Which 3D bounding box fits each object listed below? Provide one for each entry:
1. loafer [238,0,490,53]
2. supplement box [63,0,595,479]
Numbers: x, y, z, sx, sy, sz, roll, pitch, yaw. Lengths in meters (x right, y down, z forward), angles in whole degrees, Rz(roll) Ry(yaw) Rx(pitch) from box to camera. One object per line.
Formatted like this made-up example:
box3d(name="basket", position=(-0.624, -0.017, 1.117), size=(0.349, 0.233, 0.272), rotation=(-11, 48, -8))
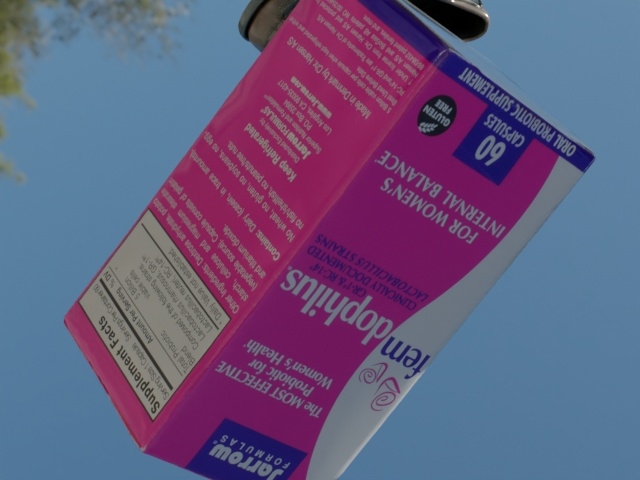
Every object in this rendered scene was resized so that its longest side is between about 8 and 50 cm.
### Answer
box3d(name="loafer", position=(0.048, -0.187, 1.306), size=(0.267, 0.084, 0.096), rotation=(-22, 156, -48))
box3d(name="supplement box", position=(0.000, 0.000, 0.735), size=(0.220, 0.111, 0.114), rotation=(-52, -139, 11))
